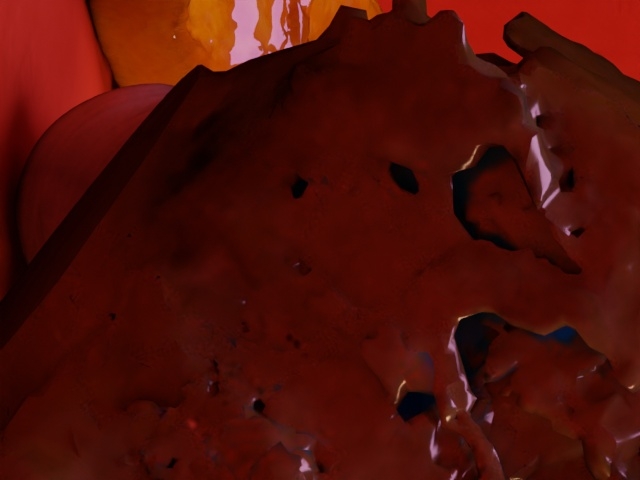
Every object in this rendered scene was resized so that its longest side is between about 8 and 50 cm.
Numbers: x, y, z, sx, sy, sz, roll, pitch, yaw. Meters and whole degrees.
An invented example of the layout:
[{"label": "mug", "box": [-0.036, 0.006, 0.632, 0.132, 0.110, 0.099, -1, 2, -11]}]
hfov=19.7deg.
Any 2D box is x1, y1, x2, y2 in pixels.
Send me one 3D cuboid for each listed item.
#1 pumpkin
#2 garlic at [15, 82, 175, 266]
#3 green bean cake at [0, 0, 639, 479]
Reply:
[{"label": "pumpkin", "box": [-0.024, -0.097, 0.947, 0.258, 0.095, 0.290, -43, 145, -41]}, {"label": "garlic", "box": [0.000, 0.000, 0.742, 0.199, 0.226, 0.199, 47, -19, 22]}, {"label": "green bean cake", "box": [-0.013, 0.072, 0.500, 0.310, 0.202, 0.285, -52, 180, 9]}]
